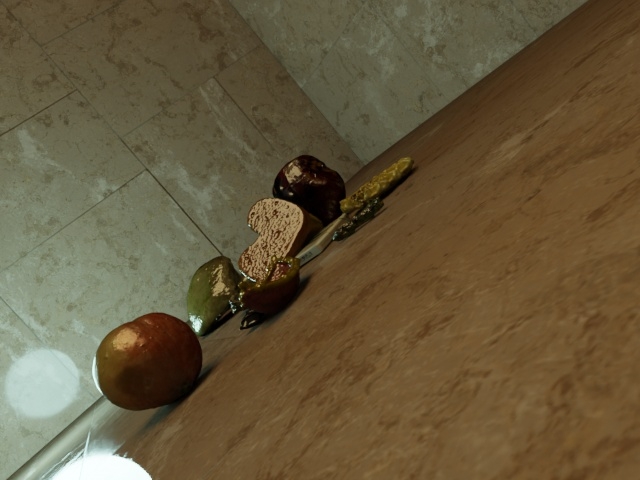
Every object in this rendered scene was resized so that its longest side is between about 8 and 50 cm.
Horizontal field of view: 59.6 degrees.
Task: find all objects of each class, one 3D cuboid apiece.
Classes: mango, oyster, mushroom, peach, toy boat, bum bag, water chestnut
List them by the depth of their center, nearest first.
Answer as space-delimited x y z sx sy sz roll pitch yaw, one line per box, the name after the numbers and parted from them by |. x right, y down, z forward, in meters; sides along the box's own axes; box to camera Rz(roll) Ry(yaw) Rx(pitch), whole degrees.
-0.340 0.258 1.144 0.232 0.232 0.232 -40 5 4 | peach
-0.104 0.094 1.231 0.141 0.099 0.318 -36 3 11 | toy boat
-0.148 0.168 1.246 0.058 0.034 0.124 -26 7 6 | bum bag
-0.215 0.169 1.615 0.105 0.056 0.177 -30 2 -19 | oyster
-0.099 0.007 1.785 0.249 0.151 0.156 -33 37 9 | mango
-0.348 0.171 1.851 0.292 0.212 0.217 -32 -1 16 | mushroom
-0.042 -0.150 1.954 0.244 0.289 0.289 -47 7 -21 | water chestnut

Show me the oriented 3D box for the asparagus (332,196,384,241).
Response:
0.087 -0.046 1.361 0.165 0.036 0.030 -38 -2 27 | asparagus

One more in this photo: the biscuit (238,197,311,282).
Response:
-0.156 0.002 1.692 0.262 0.052 0.277 12 70 43 | biscuit

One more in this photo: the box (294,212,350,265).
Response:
0.001 0.001 1.608 0.122 0.032 0.220 -36 6 35 | box

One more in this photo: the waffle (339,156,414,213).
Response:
0.167 -0.159 1.636 0.250 0.056 0.261 -36 3 -5 | waffle
